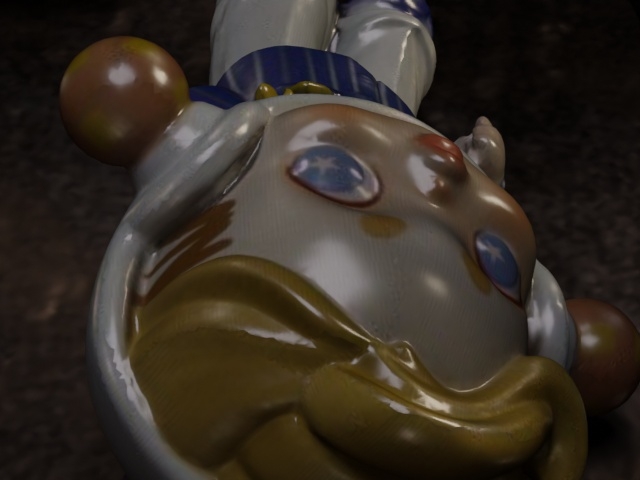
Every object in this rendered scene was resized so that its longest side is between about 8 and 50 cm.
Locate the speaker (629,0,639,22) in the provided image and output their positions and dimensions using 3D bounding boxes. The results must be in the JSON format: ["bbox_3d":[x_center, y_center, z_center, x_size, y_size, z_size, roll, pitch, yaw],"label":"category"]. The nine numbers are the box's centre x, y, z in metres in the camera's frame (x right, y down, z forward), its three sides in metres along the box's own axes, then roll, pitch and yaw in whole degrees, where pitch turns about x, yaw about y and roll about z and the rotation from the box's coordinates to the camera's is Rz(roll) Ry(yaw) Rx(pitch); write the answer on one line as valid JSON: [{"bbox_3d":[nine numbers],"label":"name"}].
[{"bbox_3d":[0.118,0.028,0.495,0.259,0.198,0.329,31,44,-8],"label":"speaker"}]

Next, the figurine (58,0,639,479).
[{"bbox_3d":[-0.009,-0.007,0.595,0.194,0.133,0.274,16,34,-37],"label":"figurine"}]
